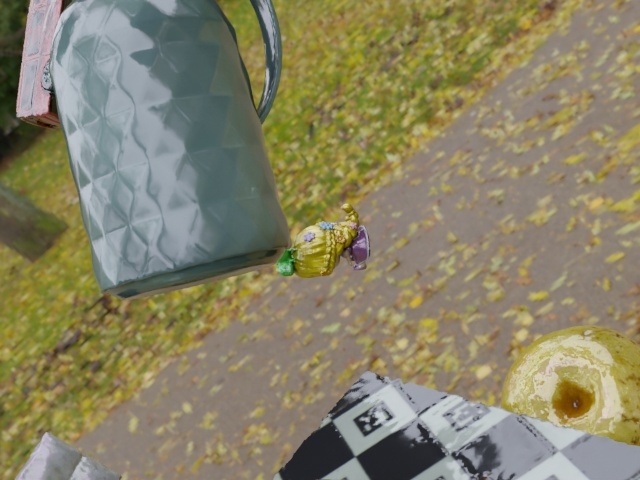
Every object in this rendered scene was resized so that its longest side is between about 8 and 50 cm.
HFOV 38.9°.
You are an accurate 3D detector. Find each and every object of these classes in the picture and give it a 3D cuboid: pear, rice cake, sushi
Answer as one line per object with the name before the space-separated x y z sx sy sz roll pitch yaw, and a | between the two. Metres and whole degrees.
pear | 0.274 0.171 0.933 0.178 0.178 0.178 -35 20 14
rice cake | -0.297 0.323 0.914 0.050 0.106 0.298 -50 12 33
sushi | 0.032 0.164 0.488 0.264 0.050 0.290 -43 28 -29

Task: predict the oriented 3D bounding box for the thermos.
thermos | -0.107 -0.110 0.672 0.182 0.286 0.145 -11 -4 -26

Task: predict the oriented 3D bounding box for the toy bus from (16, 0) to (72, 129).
toy bus | -0.248 -0.209 0.913 0.089 0.081 0.195 2 85 41

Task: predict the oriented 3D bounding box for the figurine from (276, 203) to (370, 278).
figurine | 0.000 0.000 1.476 0.156 0.115 0.095 -7 22 -12
